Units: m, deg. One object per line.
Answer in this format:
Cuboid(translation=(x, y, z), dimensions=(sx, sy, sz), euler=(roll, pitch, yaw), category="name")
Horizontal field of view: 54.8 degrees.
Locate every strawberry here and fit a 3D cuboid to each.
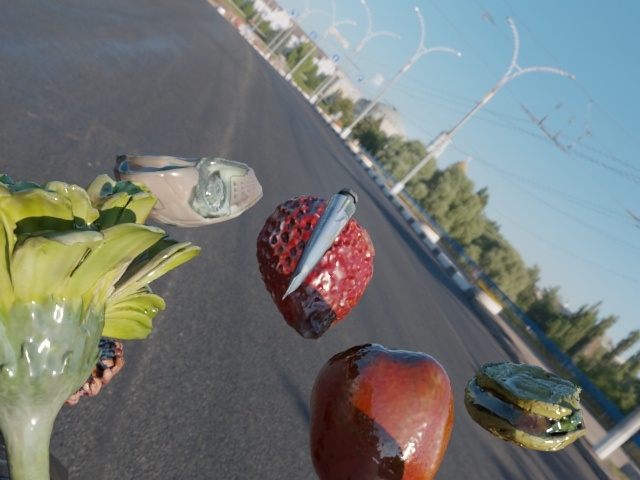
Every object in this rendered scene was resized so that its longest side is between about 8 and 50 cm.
Cuboid(translation=(0.000, 0.054, 1.442), dimensions=(0.292, 0.292, 0.310), euler=(37, 9, -42), category="strawberry")

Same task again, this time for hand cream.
Cuboid(translation=(0.000, 0.000, 1.215), dimensions=(0.058, 0.091, 0.271), euler=(33, 54, -1), category="hand cream")

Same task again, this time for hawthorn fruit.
Cuboid(translation=(0.104, 0.325, 1.117), dimensions=(0.295, 0.295, 0.311), euler=(45, 40, -5), category="hawthorn fruit")

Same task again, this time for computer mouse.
Cuboid(translation=(-0.209, -0.079, 1.052), dimensions=(0.199, 0.115, 0.389), euler=(7, 3, 17), category="computer mouse")

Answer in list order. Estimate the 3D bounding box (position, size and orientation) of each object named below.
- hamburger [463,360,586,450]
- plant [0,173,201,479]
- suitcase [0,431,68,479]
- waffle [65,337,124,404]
Cuboid(translation=(0.487, 0.390, 1.461), dimensions=(0.285, 0.134, 0.265), euler=(4, 8, -41), category="hamburger")
Cuboid(translation=(-0.270, 0.077, 0.508), dimensions=(0.261, 0.297, 0.306), euler=(22, -22, -6), category="plant")
Cuboid(translation=(-0.674, 0.477, 1.142), dimensions=(0.339, 0.345, 0.188), euler=(86, -9, -52), category="suitcase")
Cuboid(translation=(-0.441, 0.221, 1.029), dimensions=(0.234, 0.221, 0.055), euler=(-144, -130, -75), category="waffle")
